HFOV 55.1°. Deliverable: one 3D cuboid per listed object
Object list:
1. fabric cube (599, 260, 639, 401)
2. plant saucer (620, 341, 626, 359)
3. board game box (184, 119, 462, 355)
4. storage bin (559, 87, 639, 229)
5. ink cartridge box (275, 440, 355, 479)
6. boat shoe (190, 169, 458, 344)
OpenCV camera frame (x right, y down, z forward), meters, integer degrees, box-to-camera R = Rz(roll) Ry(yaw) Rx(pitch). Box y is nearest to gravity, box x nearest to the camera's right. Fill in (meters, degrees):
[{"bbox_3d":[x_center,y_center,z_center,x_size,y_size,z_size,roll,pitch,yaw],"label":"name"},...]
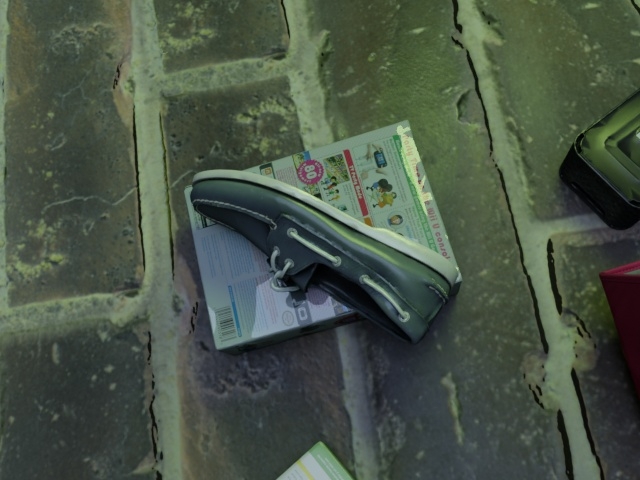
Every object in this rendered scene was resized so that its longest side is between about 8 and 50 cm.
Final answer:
[{"bbox_3d":[0.462,0.120,0.567,0.254,0.259,0.257,-17,88,2],"label":"fabric cube"},{"bbox_3d":[0.405,0.125,0.735,0.084,0.013,0.083,-2,73,7],"label":"plant saucer"},{"bbox_3d":[0.000,0.000,0.790,0.304,0.097,0.223,-16,72,4],"label":"board game box"},{"bbox_3d":[0.413,-0.115,0.775,0.180,0.084,0.122,-36,71,-5],"label":"storage bin"},{"bbox_3d":[-0.032,0.372,0.696,0.235,0.056,0.171,-40,72,-8],"label":"ink cartridge box"},{"bbox_3d":[-0.014,0.015,0.678,0.320,0.116,0.099,22,74,9],"label":"boat shoe"}]
